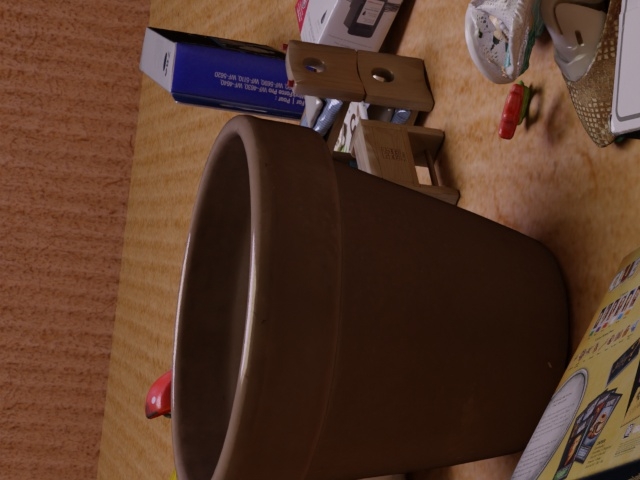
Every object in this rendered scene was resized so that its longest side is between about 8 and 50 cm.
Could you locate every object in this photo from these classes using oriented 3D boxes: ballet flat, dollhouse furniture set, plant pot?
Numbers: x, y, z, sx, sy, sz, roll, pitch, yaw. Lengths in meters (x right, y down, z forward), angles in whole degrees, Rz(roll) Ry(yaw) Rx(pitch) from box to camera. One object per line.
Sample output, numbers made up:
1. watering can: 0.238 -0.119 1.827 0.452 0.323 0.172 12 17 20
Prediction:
1. ballet flat: 0.169 -0.162 0.937 0.073 0.067 0.206 -153 70 -72
2. dollhouse furniture set: 0.023 -0.061 1.309 0.183 0.129 0.129 -99 22 -46
3. plant pot: 0.033 0.059 1.029 0.263 0.229 0.263 -174 90 -74

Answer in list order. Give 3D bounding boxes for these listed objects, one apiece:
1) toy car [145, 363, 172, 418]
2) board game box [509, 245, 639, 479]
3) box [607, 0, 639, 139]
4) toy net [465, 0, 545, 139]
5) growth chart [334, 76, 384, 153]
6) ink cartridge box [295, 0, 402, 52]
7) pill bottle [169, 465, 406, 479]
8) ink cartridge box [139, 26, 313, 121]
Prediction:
1. toy car: -0.036 0.105 1.416 0.225 0.239 0.053 34 -145 -78
2. board game box: 0.169 0.053 0.715 0.165 0.042 0.243 -60 1 -18
3. box: 0.232 -0.134 0.656 0.290 0.087 0.169 169 107 -74
4. toy net: 0.117 -0.128 1.005 0.232 0.045 0.122 -26 -51 -78
5. growth chart: 0.026 -0.085 1.520 0.172 0.021 0.237 -120 39 -64
6. ink cartridge box: 0.036 -0.244 1.427 0.109 0.063 0.150 -100 30 -50
7. pill bottle: -0.038 0.226 1.299 0.334 0.188 0.188 113 158 -48
8. ink cartridge box: -0.110 -0.198 1.787 0.333 0.165 0.065 -137 56 -70
